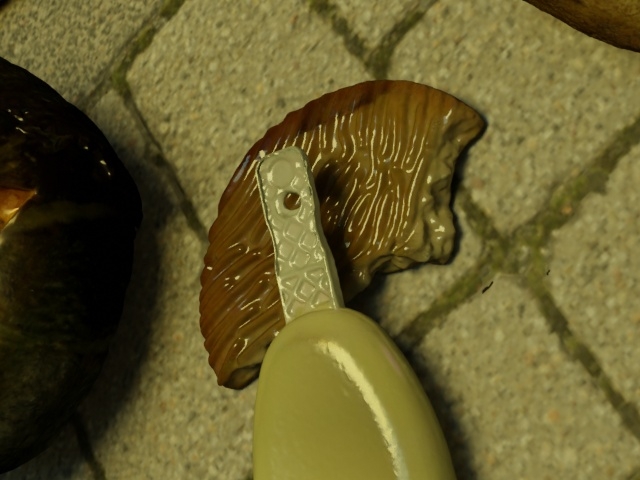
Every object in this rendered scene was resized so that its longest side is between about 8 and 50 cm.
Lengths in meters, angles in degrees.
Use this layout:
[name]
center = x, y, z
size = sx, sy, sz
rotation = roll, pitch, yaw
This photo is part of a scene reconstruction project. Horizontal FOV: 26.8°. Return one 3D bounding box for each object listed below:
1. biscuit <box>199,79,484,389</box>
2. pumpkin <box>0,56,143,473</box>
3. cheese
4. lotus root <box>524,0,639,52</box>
[biscuit]
center = -0.001, 0.000, 0.845
size = 0.176, 0.031, 0.228
rotation = 26, 95, 39
[pumpkin]
center = -0.280, 0.015, 0.917
size = 0.321, 0.192, 0.320
rotation = 0, 93, 9
[cheese]
center = 0.002, 0.067, 0.788
size = 0.127, 0.054, 0.251
rotation = -20, 78, 30
[lotus root]
center = 0.157, -0.148, 0.720
size = 0.191, 0.108, 0.094
rotation = 43, 133, 23
